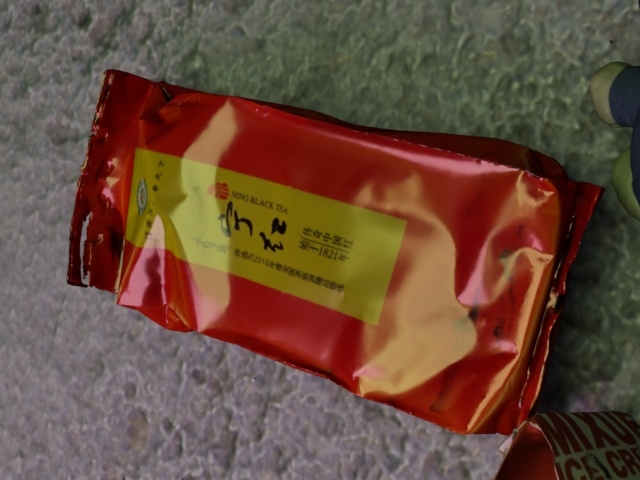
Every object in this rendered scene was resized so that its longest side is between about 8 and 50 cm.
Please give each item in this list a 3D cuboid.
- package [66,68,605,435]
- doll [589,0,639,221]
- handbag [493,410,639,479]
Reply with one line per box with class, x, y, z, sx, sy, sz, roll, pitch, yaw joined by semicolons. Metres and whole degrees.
package;0.001;0.000;0.942;0.423;0.123;0.196;15;94;33
doll;0.260;-0.109;0.743;0.228;0.154;0.258;19;110;35
handbag;0.164;0.252;0.801;0.151;0.171;0.298;0;90;34
